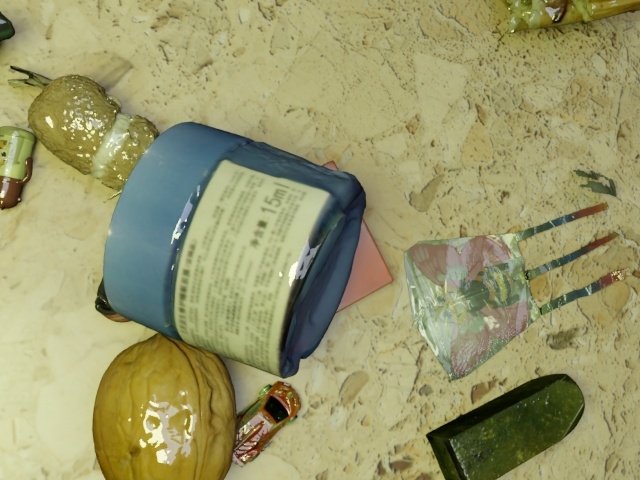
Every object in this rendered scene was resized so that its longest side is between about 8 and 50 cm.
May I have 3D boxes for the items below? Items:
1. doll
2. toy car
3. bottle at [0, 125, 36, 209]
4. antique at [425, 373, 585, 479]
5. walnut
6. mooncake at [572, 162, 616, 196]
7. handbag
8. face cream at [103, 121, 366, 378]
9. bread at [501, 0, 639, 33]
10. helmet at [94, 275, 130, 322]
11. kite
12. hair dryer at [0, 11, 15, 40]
[{"bbox_3d":[-0.292,-0.148,0.987,0.221,0.105,0.115,44,45,-6],"label":"doll"},{"bbox_3d":[-0.075,0.233,1.027,0.122,0.035,0.059,-41,90,-17],"label":"toy car"},{"bbox_3d":[-0.382,-0.088,0.984,0.047,0.063,0.101,17,77,-44],"label":"bottle"},{"bbox_3d":[0.264,0.258,1.101,0.221,0.081,0.080,-22,88,-19],"label":"antique"},{"bbox_3d":[-0.180,0.211,0.935,0.168,0.167,0.207,-2,78,-17],"label":"walnut"},{"bbox_3d":[0.491,-0.206,1.275,0.150,0.057,0.346,15,70,-1],"label":"mooncake"},{"bbox_3d":[0.000,0.000,1.081,0.127,0.063,0.190,-28,93,-19],"label":"handbag"},{"bbox_3d":[-0.087,0.012,0.917,0.225,0.249,0.248,21,73,13],"label":"face cream"},{"bbox_3d":[0.326,-0.457,1.198,0.370,0.191,0.314,-12,89,-7],"label":"bread"},{"bbox_3d":[-0.241,0.068,0.998,0.065,0.049,0.084,-5,53,22],"label":"helmet"},{"bbox_3d":[0.294,0.059,1.179,0.361,0.022,0.204,-17,85,-15],"label":"kite"},{"bbox_3d":[-0.451,-0.130,0.942,0.244,0.116,0.302,-23,99,-20],"label":"hair dryer"}]
